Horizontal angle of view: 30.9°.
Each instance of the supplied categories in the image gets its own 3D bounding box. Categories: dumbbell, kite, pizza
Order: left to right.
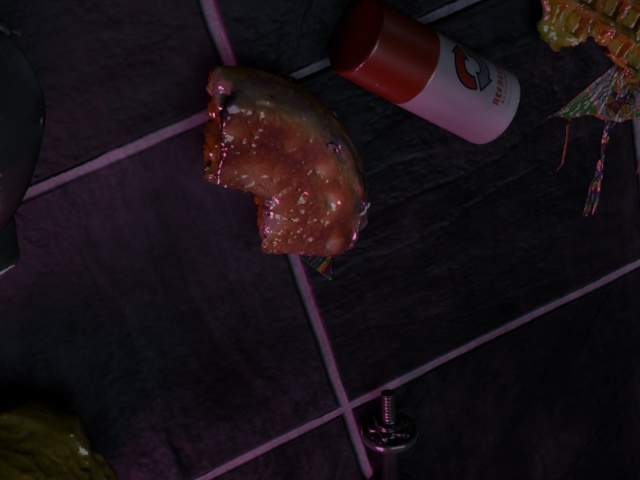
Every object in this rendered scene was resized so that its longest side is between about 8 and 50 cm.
[{"bbox_3d":[-0.043,-0.089,1.315,0.161,0.085,0.305,-36,132,3],"label":"pizza"},{"bbox_3d":[0.000,0.000,1.439,0.090,0.004,0.122,-12,123,-19],"label":"kite"},{"bbox_3d":[0.097,0.311,1.622,0.081,0.081,0.254,-15,123,-17],"label":"dumbbell"},{"bbox_3d":[0.378,-0.138,1.533,0.198,0.006,0.244,-2,119,-25],"label":"kite"}]

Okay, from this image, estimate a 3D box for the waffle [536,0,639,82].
[{"bbox_3d":[0.369,-0.316,1.396,0.291,0.051,0.291,-13,124,-19],"label":"waffle"}]

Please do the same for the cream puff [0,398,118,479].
[{"bbox_3d":[-0.378,0.343,1.306,0.323,0.270,0.274,-38,122,-2],"label":"cream puff"}]

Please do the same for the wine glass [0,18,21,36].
[{"bbox_3d":[-0.408,-0.227,1.076,0.262,0.074,0.074,21,108,-35],"label":"wine glass"}]

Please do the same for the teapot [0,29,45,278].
[{"bbox_3d":[-0.410,-0.049,1.072,0.305,0.223,0.285,-8,148,-18],"label":"teapot"}]

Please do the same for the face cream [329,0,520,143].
[{"bbox_3d":[0.121,-0.191,1.325,0.214,0.096,0.096,21,108,-33],"label":"face cream"}]
